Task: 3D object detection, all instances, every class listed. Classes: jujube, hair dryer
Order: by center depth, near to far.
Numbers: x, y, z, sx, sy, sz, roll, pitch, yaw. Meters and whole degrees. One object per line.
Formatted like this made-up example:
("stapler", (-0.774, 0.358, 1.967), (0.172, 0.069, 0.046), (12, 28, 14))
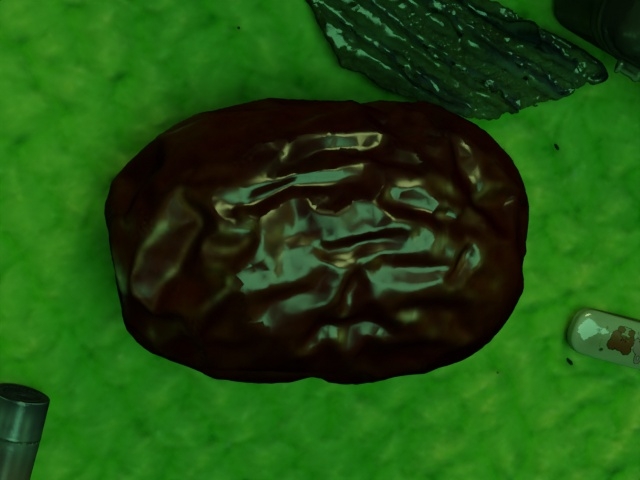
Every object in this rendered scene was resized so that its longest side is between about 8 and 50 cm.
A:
("jujube", (0.000, 0.000, 1.095), (0.250, 0.174, 0.174), (-5, 104, -6))
("hair dryer", (-0.226, 0.113, 1.116), (0.114, 0.037, 0.063), (14, 99, -13))

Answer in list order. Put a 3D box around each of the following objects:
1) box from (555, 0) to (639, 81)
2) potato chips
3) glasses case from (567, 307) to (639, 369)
("box", (0.264, -0.145, 1.160), (0.210, 0.129, 0.148), (24, 94, -22))
("potato chips", (0.081, -0.123, 1.161), (0.207, 0.028, 0.092), (28, 94, -20))
("glasses case", (0.205, 0.068, 1.248), (0.083, 0.021, 0.032), (15, 96, -21))
